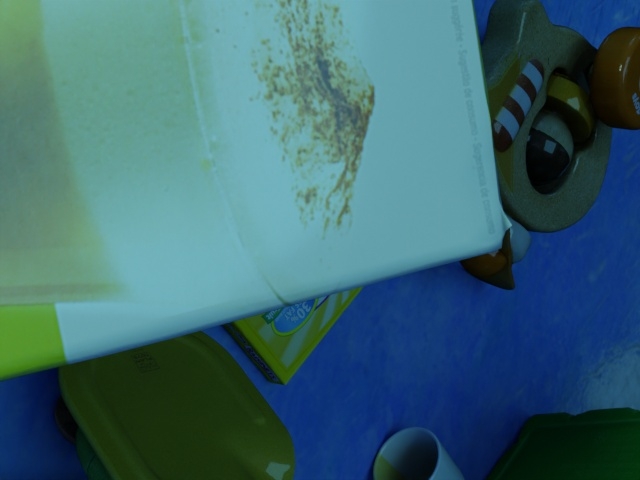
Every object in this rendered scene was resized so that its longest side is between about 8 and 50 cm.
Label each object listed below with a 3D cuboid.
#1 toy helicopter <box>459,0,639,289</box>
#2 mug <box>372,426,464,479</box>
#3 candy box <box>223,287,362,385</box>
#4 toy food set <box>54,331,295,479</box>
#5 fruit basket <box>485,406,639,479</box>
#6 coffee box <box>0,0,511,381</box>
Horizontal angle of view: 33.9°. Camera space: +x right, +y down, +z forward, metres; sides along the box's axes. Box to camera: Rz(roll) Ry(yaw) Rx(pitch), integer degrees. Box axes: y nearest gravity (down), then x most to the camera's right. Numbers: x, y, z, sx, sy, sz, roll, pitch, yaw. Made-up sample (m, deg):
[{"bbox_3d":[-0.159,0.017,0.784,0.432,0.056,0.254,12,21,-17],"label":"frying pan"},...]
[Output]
[{"bbox_3d":[0.118,-0.078,0.811,0.355,0.140,0.235,7,97,-46],"label":"toy helicopter"},{"bbox_3d":[0.079,0.196,0.853,0.064,0.078,0.062,45,32,-38],"label":"mug"},{"bbox_3d":[0.000,0.000,0.804,0.206,0.027,0.105,-50,121,-26],"label":"candy box"},{"bbox_3d":[-0.108,0.116,0.669,0.128,0.218,0.071,-8,137,-43],"label":"toy food set"},{"bbox_3d":[0.336,0.303,0.845,0.283,0.392,0.392,-47,116,-28],"label":"fruit basket"},{"bbox_3d":[-0.167,-0.135,0.447,0.334,0.338,0.338,-13,98,-23],"label":"coffee box"}]
